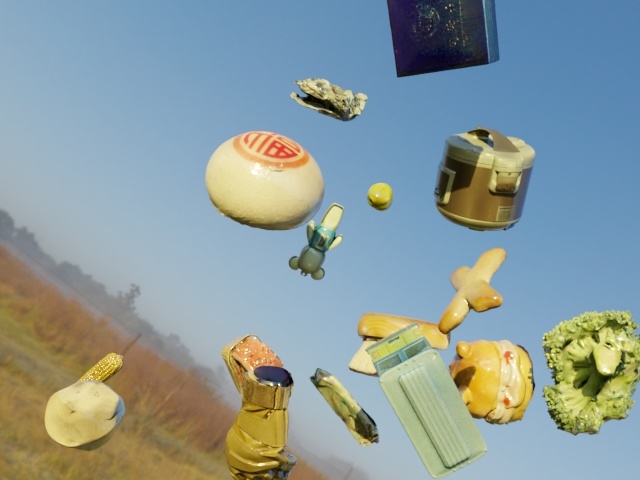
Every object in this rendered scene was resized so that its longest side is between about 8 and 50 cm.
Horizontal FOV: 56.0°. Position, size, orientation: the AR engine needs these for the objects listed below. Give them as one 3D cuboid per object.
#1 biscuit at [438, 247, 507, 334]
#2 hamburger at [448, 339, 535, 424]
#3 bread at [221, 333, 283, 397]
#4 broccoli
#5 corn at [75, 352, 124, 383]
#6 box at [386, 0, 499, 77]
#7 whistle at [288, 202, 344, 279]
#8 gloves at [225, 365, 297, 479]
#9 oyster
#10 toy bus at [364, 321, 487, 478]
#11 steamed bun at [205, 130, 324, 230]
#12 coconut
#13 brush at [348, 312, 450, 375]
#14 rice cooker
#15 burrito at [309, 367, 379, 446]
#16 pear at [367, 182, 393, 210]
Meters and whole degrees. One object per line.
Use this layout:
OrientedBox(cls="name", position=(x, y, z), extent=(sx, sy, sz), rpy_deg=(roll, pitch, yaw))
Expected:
OrientedBox(cls="biscuit", position=(0.338, 0.107, 1.343), extent=(0.047, 0.208, 0.164), rpy_deg=(44, -54, -10))
OrientedBox(cls="hamburger", position=(0.517, 0.446, 1.919), extent=(0.237, 0.276, 0.276), rpy_deg=(12, -15, -16))
OrientedBox(cls="bread", position=(-0.193, 0.390, 1.759), extent=(0.212, 0.142, 0.224), rpy_deg=(14, -51, 52))
OrientedBox(cls="broccoli", position=(0.719, 0.338, 1.635), extent=(0.249, 0.375, 0.302), rpy_deg=(26, -12, 49))
OrientedBox(cls="corn", position=(-0.739, 0.449, 1.997), extent=(0.068, 0.207, 0.068), rpy_deg=(51, 0, 0))
OrientedBox(cls="box", position=(0.341, -0.610, 1.689), extent=(0.279, 0.116, 0.261), rpy_deg=(0, -72, 32))
OrientedBox(cls="whistle", position=(0.000, 0.000, 1.731), extent=(0.114, 0.235, 0.077), rpy_deg=(26, 13, -4))
OrientedBox(cls="gloves", position=(-0.130, 0.438, 1.326), extent=(0.154, 0.331, 0.141), rpy_deg=(12, 17, 13))
OrientedBox(cls="oyster", position=(0.037, -0.530, 2.264), extent=(0.158, 0.351, 0.162), rpy_deg=(-50, -126, 42))
OrientedBox(cls="toy bus", position=(0.246, 0.373, 1.417), extent=(0.312, 0.152, 0.190), rpy_deg=(61, 1, -16))
OrientedBox(cls="steamed bun", position=(-0.124, -0.155, 1.406), extent=(0.283, 0.283, 0.177), rpy_deg=(29, -55, 21))
OrientedBox(cls="coconut", position=(-0.676, 0.501, 1.734), extent=(0.224, 0.224, 0.224), rpy_deg=(32, -21, 14))
OrientedBox(cls="brush", position=(0.216, 0.294, 1.627), extent=(0.267, 0.166, 0.174), rpy_deg=(0, -19, 32))
OrientedBox(cls="rice cooker", position=(0.570, -0.225, 2.106), extent=(0.335, 0.335, 0.325), rpy_deg=(23, -62, 34))
OrientedBox(cls="burrito", position=(0.083, 0.547, 1.991), extent=(0.309, 0.066, 0.096), rpy_deg=(49, -56, 7))
OrientedBox(cls="pear", position=(0.189, -0.141, 1.942), extent=(0.092, 0.092, 0.097), rpy_deg=(26, 17, 28))
